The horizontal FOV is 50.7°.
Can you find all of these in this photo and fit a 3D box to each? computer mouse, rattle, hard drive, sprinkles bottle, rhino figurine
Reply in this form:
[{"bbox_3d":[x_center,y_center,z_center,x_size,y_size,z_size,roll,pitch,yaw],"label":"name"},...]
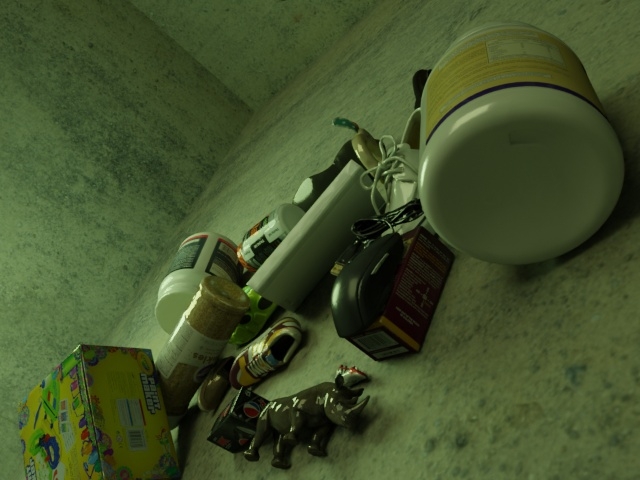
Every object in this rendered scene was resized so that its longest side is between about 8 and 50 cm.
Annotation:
[{"bbox_3d":[0.054,0.038,1.051,0.184,0.060,0.262,-23,32,54],"label":"computer mouse"},{"bbox_3d":[0.129,-0.231,1.462,0.142,0.130,0.199,-49,51,37],"label":"rattle"},{"bbox_3d":[0.000,0.000,1.353,0.307,0.040,0.203,-51,-24,-1],"label":"hard drive"},{"bbox_3d":[-0.286,0.248,1.473,0.355,0.121,0.121,-58,16,17],"label":"sprinkles bottle"},{"bbox_3d":[-0.015,0.264,1.012,0.243,0.073,0.106,-32,28,39],"label":"rhino figurine"}]

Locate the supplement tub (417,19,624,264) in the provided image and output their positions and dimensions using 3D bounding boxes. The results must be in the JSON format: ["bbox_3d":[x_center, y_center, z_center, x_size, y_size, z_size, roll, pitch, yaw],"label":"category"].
[{"bbox_3d":[0.257,-0.150,0.924,0.241,0.241,0.331,-39,21,31],"label":"supplement tub"}]

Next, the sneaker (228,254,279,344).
[{"bbox_3d":[-0.134,0.131,1.535,0.295,0.109,0.123,-44,-4,22],"label":"sneaker"}]

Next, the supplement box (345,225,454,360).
[{"bbox_3d":[0.120,0.081,1.040,0.104,0.081,0.188,-26,30,52],"label":"supplement box"}]

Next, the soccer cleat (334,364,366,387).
[{"bbox_3d":[0.045,0.213,1.045,0.035,0.029,0.083,-65,19,-16],"label":"soccer cleat"}]

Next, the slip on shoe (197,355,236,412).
[{"bbox_3d":[-0.217,0.303,1.438,0.041,0.051,0.135,-41,12,44],"label":"slip on shoe"}]

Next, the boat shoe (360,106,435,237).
[{"bbox_3d":[0.155,-0.125,1.239,0.136,0.156,0.367,-28,28,48],"label":"boat shoe"}]

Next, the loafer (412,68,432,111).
[{"bbox_3d":[0.259,-0.322,1.537,0.079,0.080,0.220,-16,42,20],"label":"loafer"}]

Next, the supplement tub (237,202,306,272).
[{"bbox_3d":[-0.118,-0.001,1.692,0.190,0.117,0.117,-36,23,36],"label":"supplement tub"}]

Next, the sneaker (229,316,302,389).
[{"bbox_3d":[-0.110,0.227,1.304,0.185,0.070,0.084,-48,13,8],"label":"sneaker"}]

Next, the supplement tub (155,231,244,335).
[{"bbox_3d":[-0.319,0.120,1.801,0.191,0.191,0.272,-40,20,28],"label":"supplement tub"}]

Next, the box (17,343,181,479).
[{"bbox_3d":[-0.468,0.411,1.396,0.279,0.177,0.289,-39,57,28],"label":"box"}]

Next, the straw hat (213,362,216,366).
[{"bbox_3d":[-0.276,0.272,1.588,0.061,0.144,0.144,17,61,28],"label":"straw hat"}]

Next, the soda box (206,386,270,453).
[{"bbox_3d":[-0.142,0.313,1.164,0.169,0.060,0.053,-53,9,53],"label":"soda box"}]

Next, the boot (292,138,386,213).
[{"bbox_3d":[0.048,-0.142,1.668,0.305,0.112,0.115,-41,-10,36],"label":"boot"}]
